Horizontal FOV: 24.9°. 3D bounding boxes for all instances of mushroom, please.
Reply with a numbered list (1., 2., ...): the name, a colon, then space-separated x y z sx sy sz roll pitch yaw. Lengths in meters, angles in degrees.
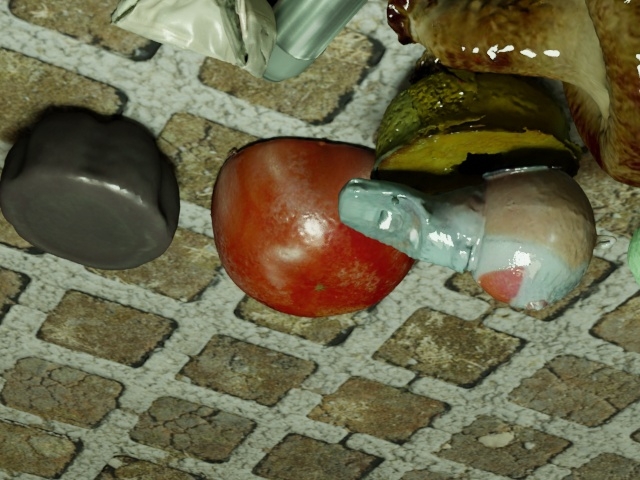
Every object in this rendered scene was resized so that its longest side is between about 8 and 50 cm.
1. mushroom: 0.280 -0.222 1.519 0.356 0.334 0.331 -1 144 -16

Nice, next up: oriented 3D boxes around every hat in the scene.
1. hat: -0.128 -0.304 1.644 0.220 0.164 0.225 25 113 30

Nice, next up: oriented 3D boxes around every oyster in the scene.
1. oyster: 0.146 -0.207 1.787 0.086 0.029 0.132 -5 149 12

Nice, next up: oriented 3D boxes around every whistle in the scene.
1. whistle: 0.191 -0.006 1.777 0.348 0.189 0.189 7 145 -2

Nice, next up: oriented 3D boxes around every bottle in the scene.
1. bottle: 0.006 -0.274 1.676 0.096 0.079 0.254 -1 152 -36

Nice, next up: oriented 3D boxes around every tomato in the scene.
1. tomato: -0.006 0.009 2.021 0.339 0.143 0.338 3 147 2

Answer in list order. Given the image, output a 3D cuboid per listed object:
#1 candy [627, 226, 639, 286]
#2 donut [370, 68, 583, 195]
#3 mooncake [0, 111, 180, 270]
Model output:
1. candy: 0.493 -0.082 1.875 0.119 0.119 0.439 6 138 0
2. donut: 0.191 -0.127 1.813 0.272 0.107 0.272 -2 159 -1
3. mooncake: -0.310 -0.064 1.963 0.245 0.133 0.245 4 145 3
